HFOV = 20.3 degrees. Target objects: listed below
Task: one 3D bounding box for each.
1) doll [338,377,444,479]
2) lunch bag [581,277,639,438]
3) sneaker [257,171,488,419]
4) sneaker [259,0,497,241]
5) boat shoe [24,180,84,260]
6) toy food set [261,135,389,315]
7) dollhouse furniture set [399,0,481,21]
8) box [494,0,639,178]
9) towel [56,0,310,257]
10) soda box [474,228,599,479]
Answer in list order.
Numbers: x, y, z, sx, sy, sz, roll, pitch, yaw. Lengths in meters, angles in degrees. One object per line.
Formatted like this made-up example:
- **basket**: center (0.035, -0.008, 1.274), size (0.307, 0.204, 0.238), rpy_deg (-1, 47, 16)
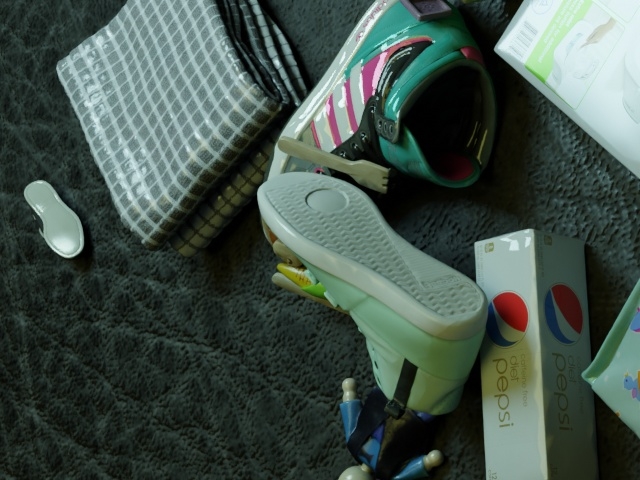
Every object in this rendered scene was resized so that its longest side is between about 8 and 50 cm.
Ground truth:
- **doll**: center (0.067, 0.160, 1.644), size (0.129, 0.046, 0.189), rpy_deg (33, 105, 32)
- **lunch bag**: center (0.349, 0.069, 1.296), size (0.223, 0.160, 0.262), rpy_deg (51, 123, 40)
- **sneaker**: center (0.032, 0.053, 1.568), size (0.256, 0.094, 0.151), rpy_deg (39, 141, 31)
- **sneaker**: center (0.064, -0.079, 1.654), size (0.295, 0.124, 0.178), rpy_deg (-60, 37, 16)
- **boat shoe**: center (-0.306, -0.017, 2.076), size (0.046, 0.038, 0.125), rpy_deg (-32, 55, -13)
- **toy food set**: center (0.000, 0.000, 1.652), size (0.132, 0.038, 0.192), rpy_deg (20, 134, 19)
- **dollhouse furniture set**: center (0.123, -0.265, 1.626), size (0.091, 0.114, 0.081), rpy_deg (-126, 31, -45)
- **box**: center (0.303, -0.190, 1.420), size (0.231, 0.127, 0.262), rpy_deg (47, 114, 40)
- **towel**: center (-0.146, -0.158, 1.881), size (0.235, 0.121, 0.284), rpy_deg (-48, 51, 27)
- **soda box**: center (0.183, 0.103, 1.517), size (0.069, 0.074, 0.216), rpy_deg (-16, 70, 43)
